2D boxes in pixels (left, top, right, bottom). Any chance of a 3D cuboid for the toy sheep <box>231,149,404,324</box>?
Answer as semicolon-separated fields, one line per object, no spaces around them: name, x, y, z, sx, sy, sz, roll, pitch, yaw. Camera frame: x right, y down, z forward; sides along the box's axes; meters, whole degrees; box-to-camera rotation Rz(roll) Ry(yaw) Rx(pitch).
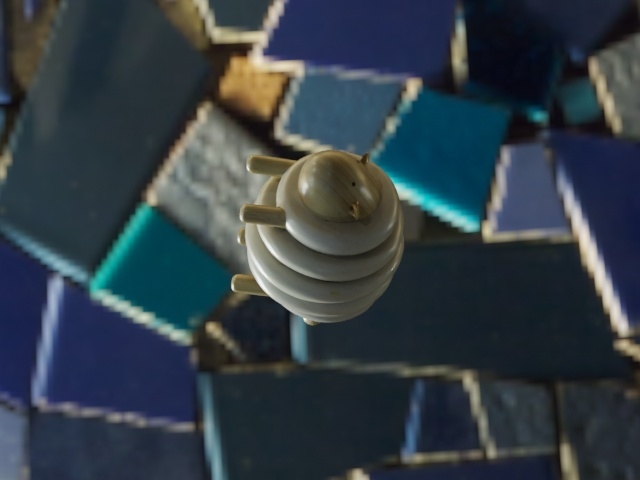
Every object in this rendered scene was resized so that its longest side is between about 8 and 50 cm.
toy sheep;0.000;0.000;1.035;0.091;0.091;0.132;-1;146;-8
